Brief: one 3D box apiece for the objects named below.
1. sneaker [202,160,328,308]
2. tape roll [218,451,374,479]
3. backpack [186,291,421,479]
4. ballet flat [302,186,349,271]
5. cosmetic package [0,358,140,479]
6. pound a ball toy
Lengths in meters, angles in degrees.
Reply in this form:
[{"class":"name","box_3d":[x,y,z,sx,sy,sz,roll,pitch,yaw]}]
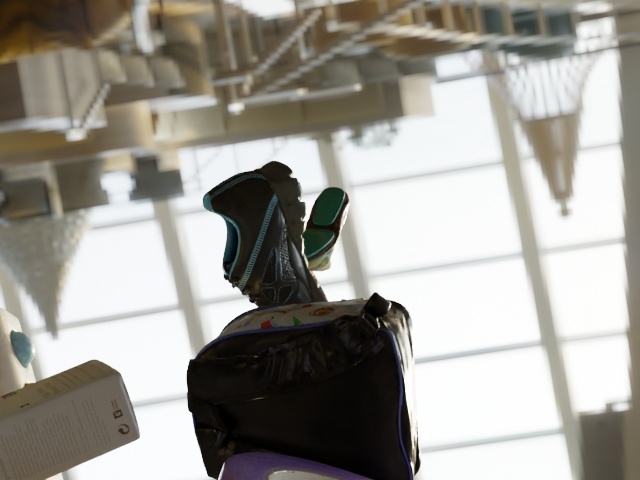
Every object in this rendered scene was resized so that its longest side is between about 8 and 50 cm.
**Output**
[{"class":"sneaker","box_3d":[-0.076,0.061,2.100,0.139,0.341,0.125,-18,-171,-21]},{"class":"tape roll","box_3d":[0.021,0.303,1.420,0.275,0.090,0.275,18,-176,-1]},{"class":"backpack","box_3d":[-0.017,0.185,1.687,0.263,0.276,0.213,-3,-170,11]},{"class":"ballet flat","box_3d":[0.000,0.000,2.320,0.077,0.079,0.221,4,-144,17]},{"class":"cosmetic package","box_3d":[-0.320,0.209,1.517,0.231,0.085,0.117,-21,-171,-21]},{"class":"pound a ball toy","box_3d":[-0.436,0.248,1.939,0.135,0.319,0.208,-21,161,2]}]
